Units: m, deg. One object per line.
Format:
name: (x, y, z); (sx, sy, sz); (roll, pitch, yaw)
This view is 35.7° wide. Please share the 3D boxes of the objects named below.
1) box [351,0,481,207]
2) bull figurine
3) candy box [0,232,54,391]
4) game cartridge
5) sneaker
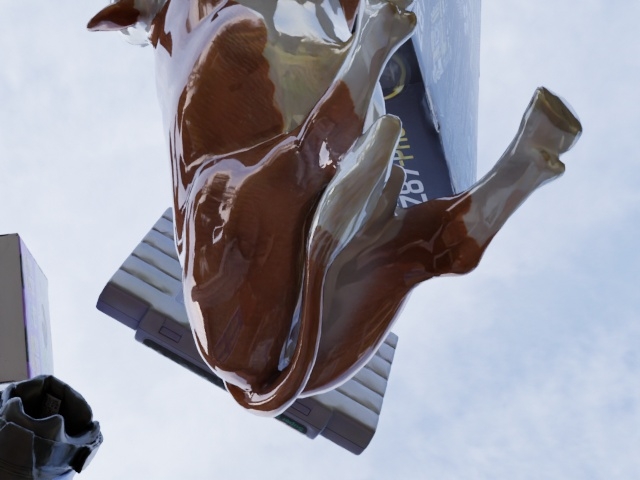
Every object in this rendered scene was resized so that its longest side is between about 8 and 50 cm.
box: (0.089, -0.227, 0.945); (0.097, 0.318, 0.395); (-2, -123, 15)
bull figurine: (-0.017, -0.081, 0.437); (0.101, 0.188, 0.310); (14, -136, -37)
candy box: (-0.356, 0.101, 1.144); (0.070, 0.196, 0.165); (-7, -107, -8)
game cartridge: (-0.079, 0.107, 1.227); (0.355, 0.230, 0.068); (30, -58, -3)
sneaker: (-0.138, 0.112, 0.502); (0.058, 0.152, 0.085); (22, -98, 6)
